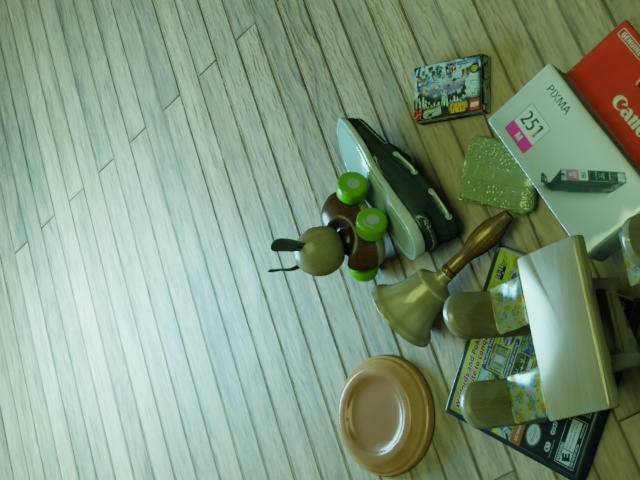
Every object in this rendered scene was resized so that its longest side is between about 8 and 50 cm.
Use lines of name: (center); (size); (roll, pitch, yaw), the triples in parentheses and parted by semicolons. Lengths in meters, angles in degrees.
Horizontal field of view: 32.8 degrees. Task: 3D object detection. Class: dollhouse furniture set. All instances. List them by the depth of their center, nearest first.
dollhouse furniture set: (0.298, 0.197, 1.353); (0.362, 0.256, 0.394); (-30, 65, 55)

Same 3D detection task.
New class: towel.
towel: (0.278, -0.102, 1.681); (0.148, 0.027, 0.110); (15, 94, 45)

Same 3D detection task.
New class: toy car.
toy car: (0.000, 0.000, 1.785); (0.155, 0.188, 0.149); (96, 151, -56)

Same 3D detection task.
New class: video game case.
video game case: (0.322, 0.174, 1.595); (0.248, 0.035, 0.275); (24, 102, 43)

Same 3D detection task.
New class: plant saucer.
plant saucer: (0.099, 0.287, 1.791); (0.200, 0.037, 0.200); (-8, 78, 42)

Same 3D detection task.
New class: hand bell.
hand bell: (0.207, 0.042, 1.684); (0.242, 0.126, 0.126); (-44, 56, 20)

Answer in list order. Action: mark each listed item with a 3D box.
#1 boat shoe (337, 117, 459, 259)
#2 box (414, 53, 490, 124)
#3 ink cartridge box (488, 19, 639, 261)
boat shoe: (0.122, -0.097, 1.790); (0.114, 0.091, 0.303); (92, 153, -57)
box: (0.212, -0.243, 1.764); (0.137, 0.027, 0.094); (-6, 81, 43)
ink cartridge box: (0.400, -0.148, 1.531); (0.239, 0.060, 0.275); (-44, 57, 24)
